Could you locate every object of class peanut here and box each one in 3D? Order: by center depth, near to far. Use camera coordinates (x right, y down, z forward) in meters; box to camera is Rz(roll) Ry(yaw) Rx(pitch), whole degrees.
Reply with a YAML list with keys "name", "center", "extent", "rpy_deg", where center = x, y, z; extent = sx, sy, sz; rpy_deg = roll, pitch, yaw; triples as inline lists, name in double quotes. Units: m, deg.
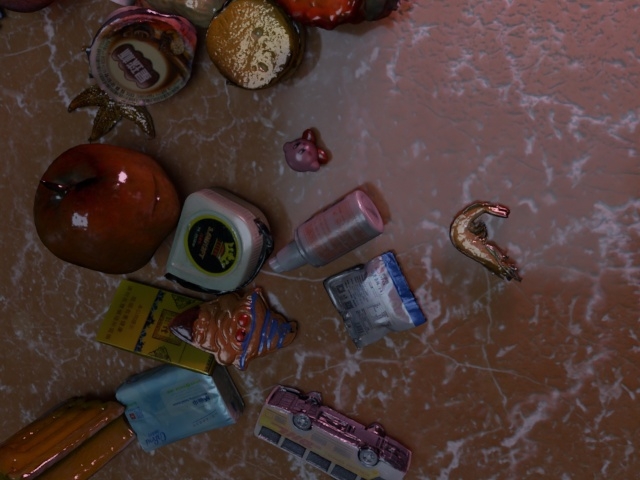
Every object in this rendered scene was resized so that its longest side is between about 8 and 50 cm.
- name: "peanut"
  center: [-0.271, -0.473, 1.271]
  extent: [0.187, 0.082, 0.082]
  rpy_deg: [24, 109, 7]

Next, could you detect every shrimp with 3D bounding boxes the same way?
- name: "shrimp"
  center: [0.343, -0.002, 1.265]
  extent: [0.178, 0.034, 0.124]
  rpy_deg: [36, 104, 8]

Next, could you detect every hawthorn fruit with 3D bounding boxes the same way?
- name: "hawthorn fruit"
  center: [-0.449, -0.065, 1.313]
  extent: [0.268, 0.301, 0.267]
  rpy_deg: [-4, 81, 26]

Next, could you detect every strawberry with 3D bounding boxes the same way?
- name: "strawberry"
  center: [0.009, -0.518, 1.159]
  extent: [0.336, 0.149, 0.265]
  rpy_deg: [25, 107, 18]

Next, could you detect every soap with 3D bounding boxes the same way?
- name: "soap"
  center: [-0.613, 0.481, 1.483]
  extent: [0.259, 0.281, 0.143]
  rpy_deg: [-4, 112, 39]

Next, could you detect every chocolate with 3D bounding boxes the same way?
- name: "chocolate"
  center: [-0.359, -0.392, 1.278]
  extent: [0.221, 0.221, 0.147]
  rpy_deg: [-40, 52, 21]

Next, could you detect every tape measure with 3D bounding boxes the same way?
- name: "tape measure"
  center: [-0.209, 0.022, 1.377]
  extent: [0.207, 0.115, 0.235]
  rpy_deg: [27, 114, 12]

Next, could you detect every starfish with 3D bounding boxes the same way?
- name: "starfish"
  center: [-0.448, -0.308, 1.386]
  extent: [0.227, 0.043, 0.240]
  rpy_deg: [-28, 94, 19]

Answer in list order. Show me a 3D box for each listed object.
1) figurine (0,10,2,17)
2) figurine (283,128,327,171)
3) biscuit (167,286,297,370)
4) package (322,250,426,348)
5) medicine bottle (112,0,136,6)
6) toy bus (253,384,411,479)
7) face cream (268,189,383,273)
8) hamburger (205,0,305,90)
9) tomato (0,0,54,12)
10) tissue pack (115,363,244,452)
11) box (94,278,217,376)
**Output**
- name: "figurine"
  center: [-0.732, -0.505, 1.385]
  extent: [0.114, 0.079, 0.114]
  rpy_deg: [1, 129, 2]
- name: "figurine"
  center: [-0.034, -0.169, 1.299]
  extent: [0.083, 0.071, 0.067]
  rpy_deg: [50, 153, 6]
- name: "biscuit"
  center: [-0.187, 0.188, 1.401]
  extent: [0.280, 0.043, 0.183]
  rpy_deg: [6, 77, -12]
- name: "package"
  center: [0.112, 0.128, 1.364]
  extent: [0.173, 0.027, 0.171]
  rpy_deg: [-25, 94, 19]
- name: "medicine bottle"
  center: [-0.376, -0.563, 1.272]
  extent: [0.086, 0.086, 0.183]
  rpy_deg: [30, 111, 5]
- name: "toy bus"
  center: [0.024, 0.446, 1.434]
  extent: [0.343, 0.097, 0.138]
  rpy_deg: [27, 112, 7]
- name: "face cream"
  center: [0.000, 0.000, 1.318]
  extent: [0.252, 0.101, 0.101]
  rpy_deg: [-31, 95, 20]
- name: "hamburger"
  center: [-0.122, -0.386, 1.237]
  extent: [0.182, 0.118, 0.191]
  rpy_deg: [-16, 103, 15]
- name: "tomato"
  center: [-0.589, -0.560, 1.261]
  extent: [0.189, 0.232, 0.232]
  rpy_deg: [-26, 97, 2]
- name: "tissue pack"
  center: [-0.332, 0.375, 1.515]
  extent: [0.263, 0.089, 0.177]
  rpy_deg: [-22, 99, 20]
- name: "box"
  center: [-0.347, 0.193, 1.453]
  extent: [0.279, 0.041, 0.153]
  rpy_deg: [14, 69, 11]
